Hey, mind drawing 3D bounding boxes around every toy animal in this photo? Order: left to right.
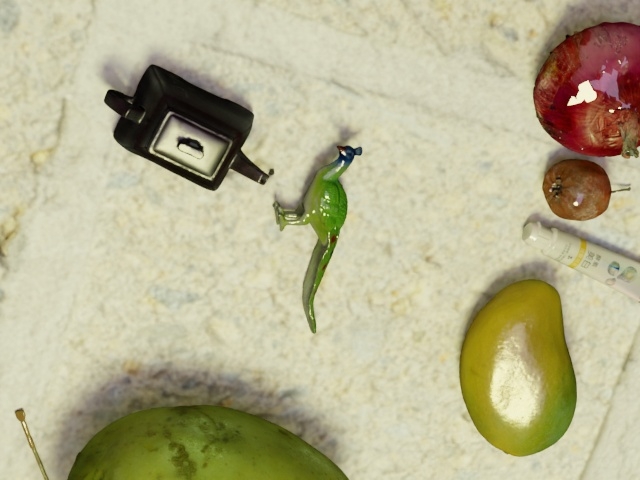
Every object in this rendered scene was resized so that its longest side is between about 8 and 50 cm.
[{"bbox_3d":[-0.016,-0.003,2.004,0.075,0.041,0.217,8,113,-14],"label":"toy animal"}]

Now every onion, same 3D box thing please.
[{"bbox_3d":[0.291,-0.133,1.954,0.150,0.140,0.150,-2,127,-3],"label":"onion"}]

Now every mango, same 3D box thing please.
[{"bbox_3d":[0.207,0.137,2.075,0.122,0.085,0.191,-11,103,5],"label":"mango"}]

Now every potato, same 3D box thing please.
[{"bbox_3d":[-0.111,0.277,2.000,0.304,0.216,0.216,8,109,-8],"label":"potato"}]

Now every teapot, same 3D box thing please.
[{"bbox_3d":[-0.131,-0.101,1.914,0.177,0.096,0.087,26,104,-17],"label":"teapot"}]

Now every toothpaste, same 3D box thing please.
[{"bbox_3d":[0.298,0.026,2.075,0.190,0.031,0.048,23,102,-20],"label":"toothpaste"}]

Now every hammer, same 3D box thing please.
[{"bbox_3d":[-0.296,0.232,2.056,0.029,0.014,0.123,-22,110,-11],"label":"hammer"}]

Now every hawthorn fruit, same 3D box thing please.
[{"bbox_3d":[0.280,-0.051,2.033,0.103,0.067,0.067,6,111,-40],"label":"hawthorn fruit"}]
